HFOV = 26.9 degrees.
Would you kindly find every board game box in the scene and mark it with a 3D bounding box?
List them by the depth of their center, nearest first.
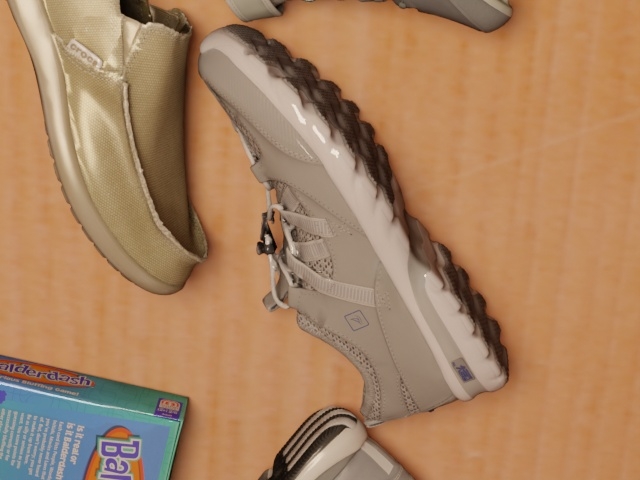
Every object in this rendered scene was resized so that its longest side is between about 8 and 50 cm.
[{"bbox_3d":[-0.207,0.160,0.885,0.210,0.047,0.160,14,104,-3],"label":"board game box"}]

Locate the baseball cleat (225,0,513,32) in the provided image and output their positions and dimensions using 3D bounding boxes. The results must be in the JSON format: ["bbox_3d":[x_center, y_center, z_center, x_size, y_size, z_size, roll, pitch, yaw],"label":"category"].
[{"bbox_3d":[0.009,-0.161,0.798,0.206,0.072,0.109,33,105,2],"label":"baseball cleat"}]

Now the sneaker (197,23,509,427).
[{"bbox_3d":[0.000,0.000,0.817,0.115,0.105,0.281,-31,99,14],"label":"sneaker"}]

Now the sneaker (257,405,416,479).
[{"bbox_3d":[-0.015,0.231,0.888,0.132,0.086,0.229,39,100,-12],"label":"sneaker"}]

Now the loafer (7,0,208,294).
[{"bbox_3d":[-0.116,-0.096,0.792,0.092,0.102,0.269,-17,103,10],"label":"loafer"}]
